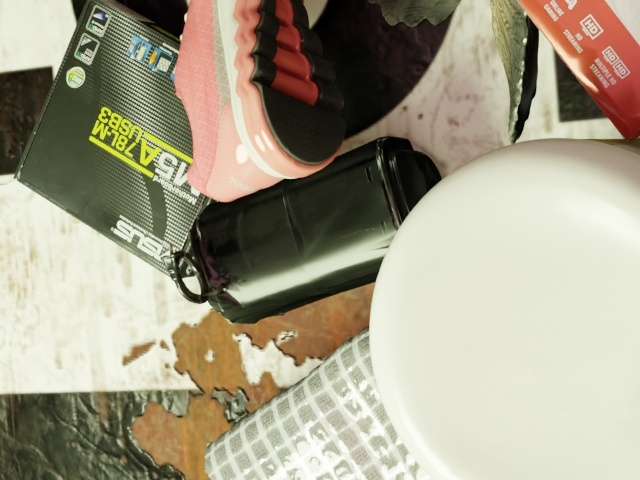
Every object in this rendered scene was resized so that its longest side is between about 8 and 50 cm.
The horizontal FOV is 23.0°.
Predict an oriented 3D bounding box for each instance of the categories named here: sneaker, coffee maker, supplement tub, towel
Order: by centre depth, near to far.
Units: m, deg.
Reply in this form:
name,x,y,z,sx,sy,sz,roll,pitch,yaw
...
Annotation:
name,x,y,z,sx,sy,sz,roll,pitch,yaw
supplement tub,0.197,0.050,1.060,0.241,0.331,0.241,2,94,25
coffee maker,0.000,0.000,1.234,0.178,0.171,0.120,-21,104,26
sneaker,-0.074,-0.172,1.245,0.136,0.116,0.314,-30,53,37
towel,0.067,0.221,1.247,0.235,0.121,0.284,-39,78,22

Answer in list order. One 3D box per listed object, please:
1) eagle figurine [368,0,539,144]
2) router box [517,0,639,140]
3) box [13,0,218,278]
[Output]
name,x,y,z,sx,sy,sz,roll,pitch,yaw
eagle figurine,0.151,-0.250,1.144,0.225,0.226,0.298,40,104,-5
router box,0.208,-0.285,0.948,0.301,0.082,0.335,-39,85,25
box,-0.155,-0.090,1.368,0.190,0.045,0.184,32,103,20
